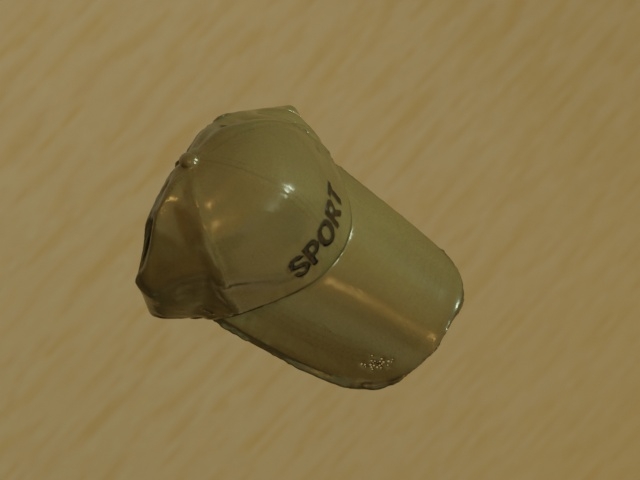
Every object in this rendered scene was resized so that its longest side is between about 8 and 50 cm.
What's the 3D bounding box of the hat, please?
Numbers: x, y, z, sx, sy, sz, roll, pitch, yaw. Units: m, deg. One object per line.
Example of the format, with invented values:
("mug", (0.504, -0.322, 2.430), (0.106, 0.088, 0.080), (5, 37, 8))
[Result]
("hat", (0.000, 0.000, 1.011), (0.175, 0.147, 0.085), (29, -17, -1))
